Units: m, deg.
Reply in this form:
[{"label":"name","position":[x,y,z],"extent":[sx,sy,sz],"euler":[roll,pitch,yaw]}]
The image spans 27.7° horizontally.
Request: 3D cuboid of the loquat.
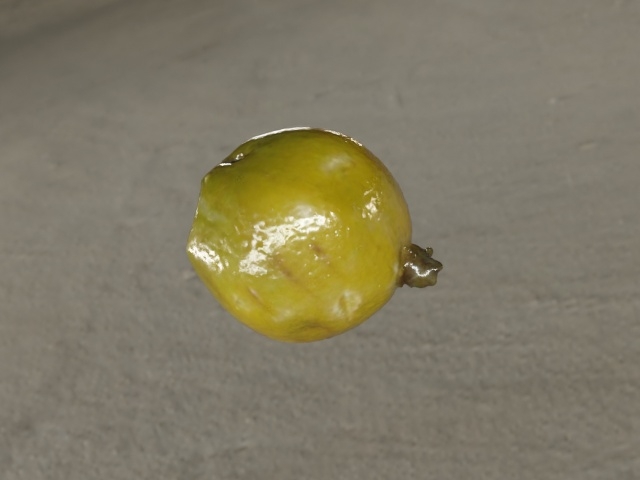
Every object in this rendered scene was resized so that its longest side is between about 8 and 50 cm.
[{"label":"loquat","position":[0.000,0.000,1.274],"extent":[0.246,0.213,0.213],"euler":[17,26,9]}]
